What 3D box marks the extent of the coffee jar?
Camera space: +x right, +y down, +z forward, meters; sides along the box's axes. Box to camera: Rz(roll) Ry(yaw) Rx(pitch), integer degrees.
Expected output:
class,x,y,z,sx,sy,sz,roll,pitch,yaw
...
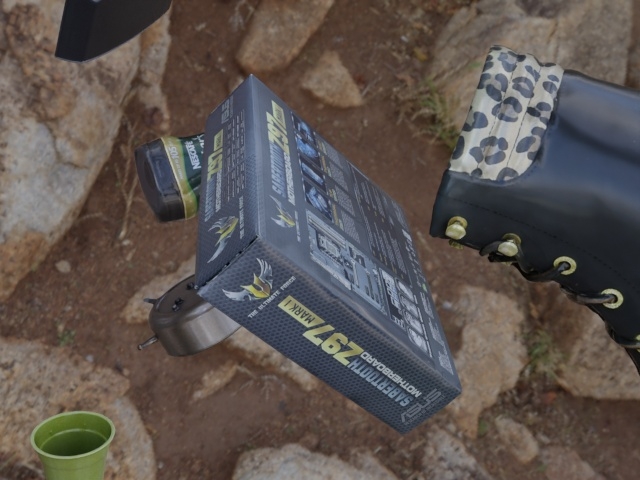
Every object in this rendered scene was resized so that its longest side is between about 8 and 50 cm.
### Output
class,x,y,z,sx,sy,sz,roll,pitch,yaw
coffee jar,-0.114,-0.085,0.911,0.185,0.079,0.096,-18,76,-14

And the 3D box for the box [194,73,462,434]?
class,x,y,z,sx,sy,sz,roll,pitch,yaw
box,0.000,0.000,0.569,0.183,0.059,0.232,39,22,-28

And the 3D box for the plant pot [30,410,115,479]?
class,x,y,z,sx,sy,sz,roll,pitch,yaw
plant pot,-0.256,0.234,0.835,0.083,0.079,0.083,3,20,-1

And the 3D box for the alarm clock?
class,x,y,z,sx,sy,sz,roll,pitch,yaw
alarm clock,-0.131,0.078,0.980,0.064,0.192,0.129,66,28,-22

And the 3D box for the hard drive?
class,x,y,z,sx,sy,sz,roll,pitch,yaw
hard drive,-0.310,-0.387,1.273,0.054,0.172,0.254,37,47,2

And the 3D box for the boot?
class,x,y,z,sx,sy,sz,roll,pitch,yaw
boot,0.131,0.032,0.368,0.179,0.236,0.085,17,-5,7
